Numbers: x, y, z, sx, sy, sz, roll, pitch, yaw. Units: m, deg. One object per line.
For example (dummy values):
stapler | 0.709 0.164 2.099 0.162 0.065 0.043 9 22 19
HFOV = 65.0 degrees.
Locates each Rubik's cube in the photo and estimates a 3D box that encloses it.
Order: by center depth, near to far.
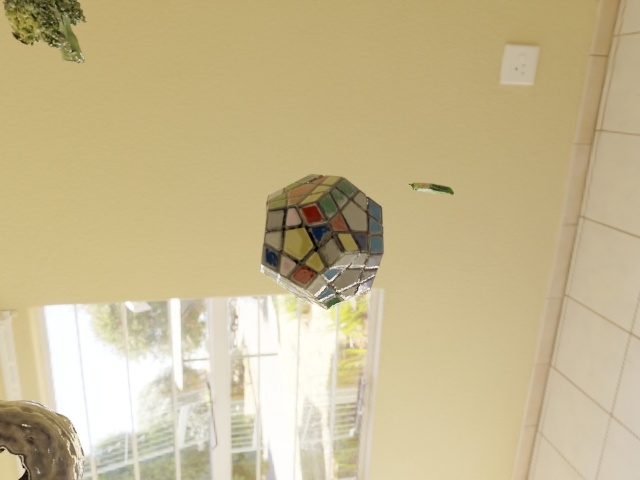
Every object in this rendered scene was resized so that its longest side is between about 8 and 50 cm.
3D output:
Rubik's cube | 0.000 0.000 0.406 0.093 0.111 0.111 55 149 36

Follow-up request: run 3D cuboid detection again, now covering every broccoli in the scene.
broccoli | -0.295 -0.233 0.545 0.095 0.097 0.092 -67 -30 -51

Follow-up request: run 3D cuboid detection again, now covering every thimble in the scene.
thimble | -0.274 0.205 0.406 0.098 0.150 0.150 156 112 -72

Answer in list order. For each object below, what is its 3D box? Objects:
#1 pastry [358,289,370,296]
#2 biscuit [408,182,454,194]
pastry | 0.017 0.016 0.538 0.109 0.057 0.097 108 150 -72
biscuit | 0.189 -0.089 0.859 0.089 0.046 0.016 -157 77 -73
